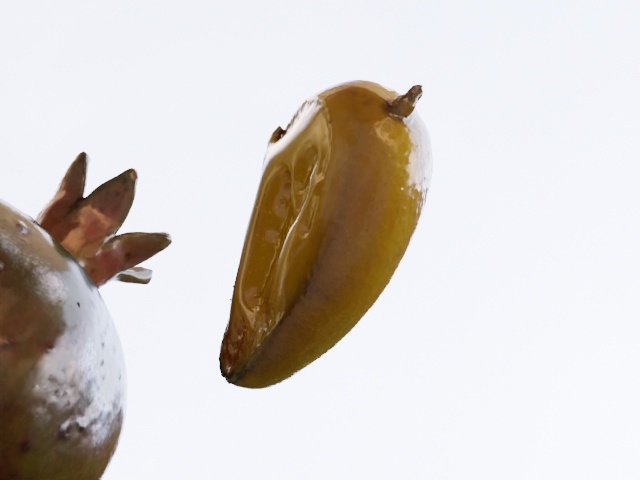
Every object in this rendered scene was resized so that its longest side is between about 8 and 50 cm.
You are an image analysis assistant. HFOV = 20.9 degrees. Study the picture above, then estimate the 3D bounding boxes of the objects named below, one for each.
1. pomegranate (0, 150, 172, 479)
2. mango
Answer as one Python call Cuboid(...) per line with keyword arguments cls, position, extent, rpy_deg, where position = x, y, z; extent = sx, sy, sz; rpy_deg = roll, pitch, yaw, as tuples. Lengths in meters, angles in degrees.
Cuboid(cls="pomegranate", position=(-0.275, 0.070, 1.298), extent=(0.291, 0.323, 0.290), rpy_deg=(8, -47, 9))
Cuboid(cls="mango", position=(0.000, 0.000, 0.820), extent=(0.066, 0.101, 0.187), rpy_deg=(16, -63, -26))
